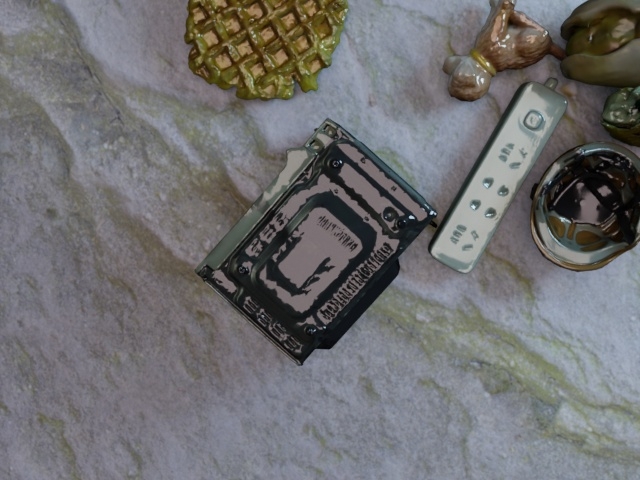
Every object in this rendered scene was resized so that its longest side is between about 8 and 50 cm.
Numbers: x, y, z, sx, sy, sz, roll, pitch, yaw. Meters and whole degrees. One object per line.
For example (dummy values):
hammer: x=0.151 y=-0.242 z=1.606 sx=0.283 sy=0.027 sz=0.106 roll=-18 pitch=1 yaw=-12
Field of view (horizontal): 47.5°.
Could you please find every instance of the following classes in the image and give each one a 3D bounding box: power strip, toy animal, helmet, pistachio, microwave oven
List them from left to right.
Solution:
microwave oven: x=0.000 y=0.000 z=1.288 sx=0.286 sy=0.218 sz=0.355 roll=43 pitch=99 yaw=3
power strip: x=0.324 y=-0.121 z=1.316 sx=0.091 sy=0.062 sz=0.385 roll=29 pitch=99 yaw=0
toy animal: x=0.324 y=-0.303 z=1.284 sx=0.184 sy=0.104 sz=0.185 roll=37 pitch=94 yaw=-6
helmet: x=0.466 y=-0.066 z=1.270 sx=0.198 sy=0.130 sz=0.224 roll=26 pitch=108 yaw=8
pistachio: x=0.546 y=-0.328 z=1.208 sx=0.288 sy=0.197 sz=0.166 roll=6 pitch=85 yaw=14

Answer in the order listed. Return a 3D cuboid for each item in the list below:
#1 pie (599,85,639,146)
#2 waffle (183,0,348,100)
pie: x=0.635 y=-0.193 z=1.148 sx=0.296 sy=0.371 sz=0.078 roll=9 pitch=88 yaw=-27
waffle: x=-0.104 y=-0.419 z=1.338 sx=0.302 sy=0.068 sz=0.325 roll=15 pitch=95 yaw=5
